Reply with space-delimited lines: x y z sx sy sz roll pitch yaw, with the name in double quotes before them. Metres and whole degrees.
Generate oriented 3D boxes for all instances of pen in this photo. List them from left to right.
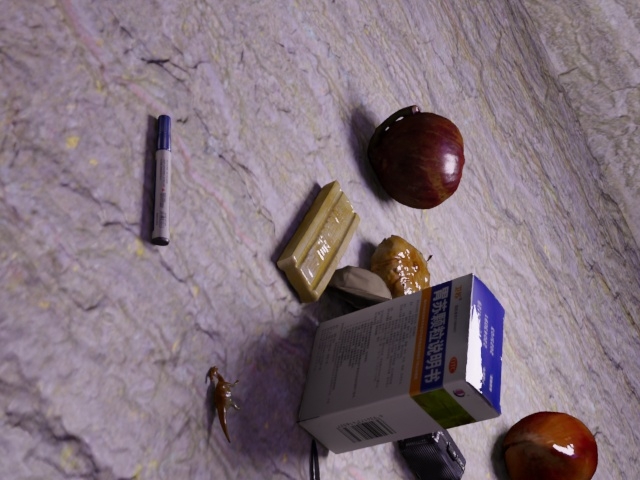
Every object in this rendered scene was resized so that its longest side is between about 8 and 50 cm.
"pen" -0.222 -0.087 1.352 0.025 0.025 0.204 30 49 -48

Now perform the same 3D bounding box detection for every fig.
"fig" 0.188 -0.163 1.904 0.205 0.205 0.205 34 47 -45

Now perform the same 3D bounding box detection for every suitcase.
"suitcase" 0.197 0.373 1.705 0.126 0.086 0.059 58 35 -20

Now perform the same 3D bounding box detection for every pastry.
"pastry" 0.148 0.066 1.804 0.153 0.081 0.153 15 71 -53

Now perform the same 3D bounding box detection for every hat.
"hat" 0.109 0.097 1.640 0.166 0.173 0.144 52 39 -33

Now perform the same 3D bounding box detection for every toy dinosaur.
"toy dinosaur" -0.128 0.224 1.325 0.041 0.026 0.113 13 54 -48

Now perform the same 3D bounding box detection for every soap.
"soap" 0.001 0.000 1.646 0.092 0.037 0.252 57 34 -21

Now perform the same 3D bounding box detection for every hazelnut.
"hazelnut" 0.468 0.441 2.006 0.208 0.208 0.208 34 47 -45

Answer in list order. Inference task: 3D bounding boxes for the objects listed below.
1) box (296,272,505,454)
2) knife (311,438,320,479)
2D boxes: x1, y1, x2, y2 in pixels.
"box" 0.125 0.192 1.478 0.106 0.300 0.200 47 38 -33
"knife" -0.004 0.383 1.454 0.023 0.010 0.170 34 44 -53
